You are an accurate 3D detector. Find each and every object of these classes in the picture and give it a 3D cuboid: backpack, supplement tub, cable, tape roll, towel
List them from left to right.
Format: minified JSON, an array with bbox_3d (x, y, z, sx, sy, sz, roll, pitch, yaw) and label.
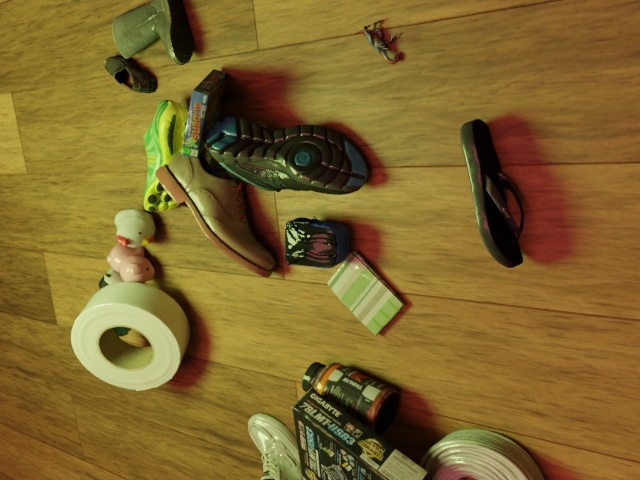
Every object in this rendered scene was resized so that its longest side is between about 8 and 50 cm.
[{"bbox_3d":[-0.486,0.250,1.604,0.286,0.100,0.286,2,120,4],"label":"tape roll"},{"bbox_3d":[0.000,0.000,1.253,0.120,0.101,0.098,8,110,31],"label":"backpack"},{"bbox_3d":[0.057,0.323,1.303,0.198,0.106,0.106,19,114,32],"label":"supplement tub"},{"bbox_3d":[0.093,0.108,1.271,0.152,0.023,0.113,46,128,14],"label":"towel"},{"bbox_3d":[0.309,0.486,1.177,0.257,0.089,0.257,-33,82,38],"label":"cable"}]

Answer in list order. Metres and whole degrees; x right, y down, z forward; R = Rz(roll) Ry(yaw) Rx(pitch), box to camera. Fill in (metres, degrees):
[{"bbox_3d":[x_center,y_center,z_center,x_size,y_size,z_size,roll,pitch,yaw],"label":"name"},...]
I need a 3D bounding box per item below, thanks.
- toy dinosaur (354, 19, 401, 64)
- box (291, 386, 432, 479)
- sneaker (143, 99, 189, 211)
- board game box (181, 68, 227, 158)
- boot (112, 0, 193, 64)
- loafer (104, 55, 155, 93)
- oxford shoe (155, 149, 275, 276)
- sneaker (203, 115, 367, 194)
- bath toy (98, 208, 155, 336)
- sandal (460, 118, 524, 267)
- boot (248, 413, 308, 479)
[{"bbox_3d":[0.111,-0.353,1.119,0.082,0.047,0.090,67,162,-10],"label":"toy dinosaur"},{"bbox_3d":[0.077,0.478,1.267,0.293,0.073,0.295,31,142,32],"label":"box"},{"bbox_3d":[-0.362,-0.197,1.480,0.123,0.109,0.295,55,135,42],"label":"sneaker"},{"bbox_3d":[-0.241,-0.269,1.299,0.035,0.201,0.136,14,117,-4],"label":"board game box"},{"bbox_3d":[-0.391,-0.462,1.424,0.209,0.076,0.189,-14,81,32],"label":"boot"},{"bbox_3d":[-0.477,-0.407,1.512,0.170,0.061,0.062,29,120,28],"label":"loafer"},{"bbox_3d":[-0.210,-0.068,1.381,0.130,0.123,0.348,-44,90,4],"label":"oxford shoe"},{"bbox_3d":[-0.062,-0.159,1.259,0.341,0.125,0.139,18,157,18],"label":"sneaker"},{"bbox_3d":[-0.506,0.084,1.640,0.151,0.129,0.348,17,119,-5],"label":"bath toy"},{"bbox_3d":[0.289,-0.076,1.018,0.054,0.097,0.254,-14,95,38],"label":"sandal"},{"bbox_3d":[-0.104,0.526,1.471,0.258,0.123,0.095,36,122,23],"label":"boot"}]
